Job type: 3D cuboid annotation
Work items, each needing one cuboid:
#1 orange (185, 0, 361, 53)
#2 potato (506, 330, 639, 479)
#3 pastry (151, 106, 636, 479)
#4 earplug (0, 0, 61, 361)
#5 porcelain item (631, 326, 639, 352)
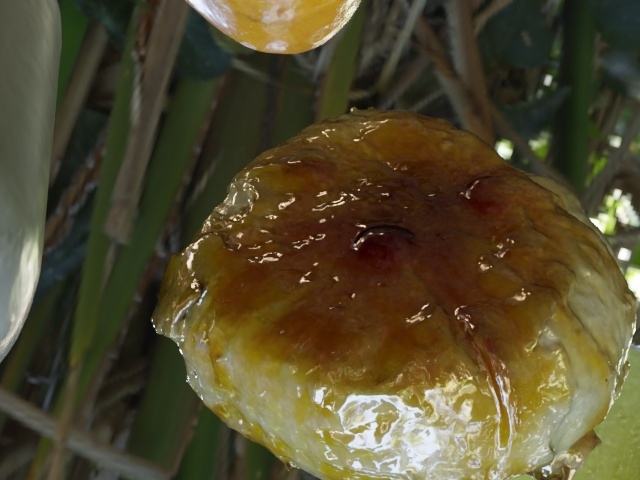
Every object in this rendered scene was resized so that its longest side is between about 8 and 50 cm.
[{"bbox_3d":[-0.056,-0.279,1.083,0.240,0.171,0.240,41,171,8],"label":"orange"},{"bbox_3d":[0.224,0.198,1.132,0.160,0.272,0.111,24,145,0],"label":"potato"},{"bbox_3d":[0.035,0.024,0.589,0.229,0.100,0.218,-14,-136,-6],"label":"pastry"},{"bbox_3d":[-0.358,-0.046,0.921,0.312,0.312,0.394,20,-140,-28],"label":"earplug"},{"bbox_3d":[0.334,0.013,0.971,0.081,0.216,0.069,31,-176,-5],"label":"porcelain item"}]
